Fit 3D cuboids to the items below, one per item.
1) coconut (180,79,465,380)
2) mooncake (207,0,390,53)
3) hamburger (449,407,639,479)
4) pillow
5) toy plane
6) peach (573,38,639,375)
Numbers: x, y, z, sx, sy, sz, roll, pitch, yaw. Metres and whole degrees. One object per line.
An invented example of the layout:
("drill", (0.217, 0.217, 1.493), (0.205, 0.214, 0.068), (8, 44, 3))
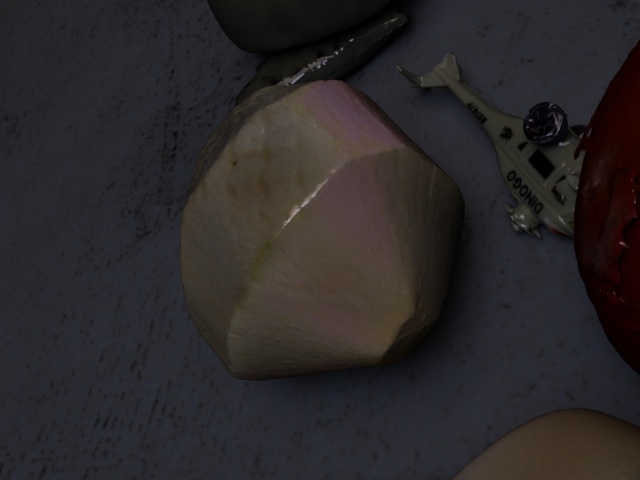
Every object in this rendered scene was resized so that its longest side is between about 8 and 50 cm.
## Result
("coconut", (0.000, 0.000, 0.596), (0.259, 0.259, 0.259), (-10, 61, 19))
("mooncake", (-0.011, -0.334, 0.802), (0.274, 0.135, 0.275), (-16, 41, 14))
("hamburger", (0.142, 0.235, 0.380), (0.302, 0.302, 0.170), (-49, 45, -5))
("pillow", (-0.012, -0.209, 0.814), (0.241, 0.051, 0.093), (-33, 52, 6))
("toy plane", (0.179, -0.092, 0.656), (0.108, 0.092, 0.286), (-50, 54, 24))
("peach", (0.327, -0.042, 0.414), (0.369, 0.370, 0.370), (-10, 61, 19))
